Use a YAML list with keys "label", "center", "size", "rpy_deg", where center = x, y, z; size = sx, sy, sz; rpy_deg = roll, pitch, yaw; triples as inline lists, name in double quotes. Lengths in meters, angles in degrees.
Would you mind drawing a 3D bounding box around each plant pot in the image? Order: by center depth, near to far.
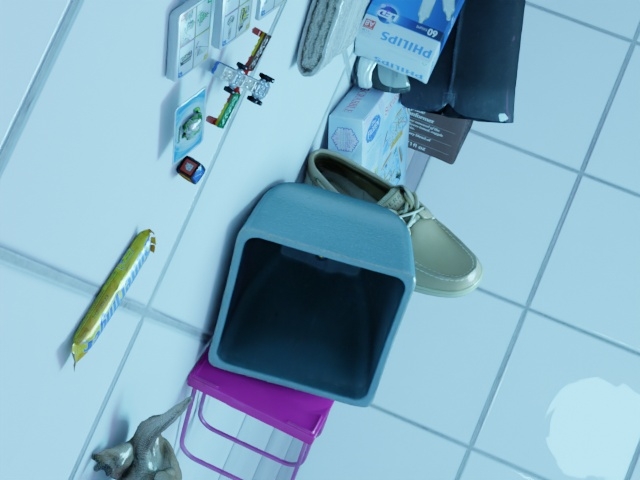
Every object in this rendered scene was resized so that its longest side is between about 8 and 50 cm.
- label: "plant pot"
  center: [-0.003, 0.049, 1.631]
  size: [0.252, 0.247, 0.248]
  rpy_deg: [-77, -177, -58]

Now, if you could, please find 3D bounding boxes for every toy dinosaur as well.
- label: "toy dinosaur"
  center: [-0.214, 0.313, 1.373]
  size: [0.200, 0.127, 0.295]
  rpy_deg: [-61, 160, -80]

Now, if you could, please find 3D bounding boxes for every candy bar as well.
- label: "candy bar"
  center: [-0.205, 0.054, 1.086]
  size: [0.040, 0.018, 0.161]
  rpy_deg: [99, 17, -58]

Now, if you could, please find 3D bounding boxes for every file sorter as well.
- label: "file sorter"
  center: [-0.071, 0.224, 1.735]
  size: [0.290, 0.202, 0.182]
  rpy_deg: [-57, 169, -50]

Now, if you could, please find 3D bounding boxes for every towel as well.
- label: "towel"
  center: [0.046, -0.366, 1.465]
  size: [0.187, 0.049, 0.282]
  rpy_deg: [-50, 161, -61]

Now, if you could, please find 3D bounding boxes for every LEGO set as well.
- label: "LEGO set"
  center: [-0.106, -0.174, 1.107]
  size: [0.182, 0.060, 0.244]
  rpy_deg: [-45, 158, -37]

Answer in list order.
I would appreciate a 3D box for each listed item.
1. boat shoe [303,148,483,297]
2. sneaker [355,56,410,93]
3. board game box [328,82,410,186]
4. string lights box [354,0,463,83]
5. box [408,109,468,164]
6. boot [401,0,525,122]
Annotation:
- label: "boat shoe"
  center: [0.110, -0.028, 1.764]
  size: [0.121, 0.341, 0.110]
  rpy_deg: [-48, 159, -31]
- label: "sneaker"
  center: [0.152, -0.368, 1.916]
  size: [0.100, 0.108, 0.271]
  rpy_deg: [82, 30, -71]
- label: "board game box"
  center: [0.091, -0.145, 2.016]
  size: [0.318, 0.066, 0.318]
  rpy_deg: [-56, 152, -54]
- label: "string lights box"
  center: [0.167, -0.403, 1.819]
  size: [0.077, 0.133, 0.259]
  rpy_deg: [93, 20, -72]
- label: "box"
  center: [0.247, -0.349, 2.257]
  size: [0.381, 0.191, 0.143]
  rpy_deg: [101, 14, -50]
- label: "boot"
  center: [0.350, -0.423, 1.954]
  size: [0.146, 0.367, 0.445]
  rpy_deg: [11, 92, -61]
